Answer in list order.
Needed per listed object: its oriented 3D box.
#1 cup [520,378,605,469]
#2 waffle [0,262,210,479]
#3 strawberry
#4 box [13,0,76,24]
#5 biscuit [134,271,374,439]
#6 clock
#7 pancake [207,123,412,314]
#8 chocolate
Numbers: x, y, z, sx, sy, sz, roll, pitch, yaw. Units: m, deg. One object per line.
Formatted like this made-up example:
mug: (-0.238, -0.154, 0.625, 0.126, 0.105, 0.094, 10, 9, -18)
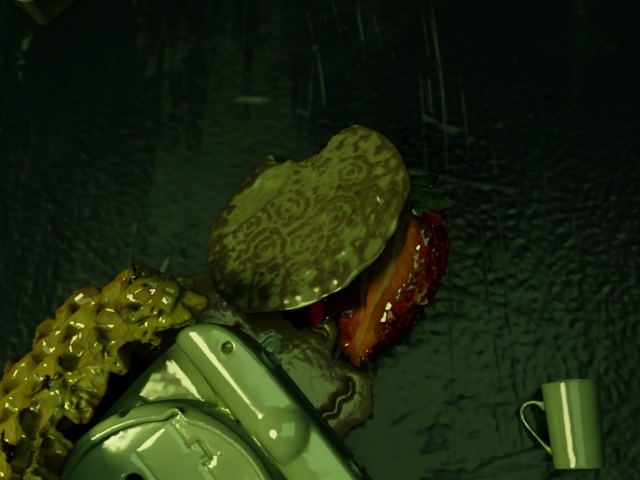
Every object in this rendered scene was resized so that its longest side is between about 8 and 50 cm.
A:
cup: (0.235, 0.177, 0.842, 0.075, 0.054, 0.083, -2, 75, 0)
waffle: (-0.237, 0.135, 0.776, 0.069, 0.260, 0.293, 45, 63, -25)
strawberry: (0.080, 0.024, 0.865, 0.085, 0.140, 0.192, 21, 49, -31)
box: (-0.312, -0.311, 1.002, 0.122, 0.069, 0.084, -43, 75, -11)
biscuit: (-0.070, 0.125, 0.877, 0.249, 0.035, 0.184, 40, 78, 13)
clock: (-0.125, 0.257, 0.781, 0.324, 0.108, 0.265, -42, 81, -2)
pancake: (-0.017, -0.022, 0.864, 0.235, 0.029, 0.211, -9, 53, 32)
chocolate: (0.000, 0.000, 0.887, 0.086, 0.028, 0.182, -18, 54, 31)
